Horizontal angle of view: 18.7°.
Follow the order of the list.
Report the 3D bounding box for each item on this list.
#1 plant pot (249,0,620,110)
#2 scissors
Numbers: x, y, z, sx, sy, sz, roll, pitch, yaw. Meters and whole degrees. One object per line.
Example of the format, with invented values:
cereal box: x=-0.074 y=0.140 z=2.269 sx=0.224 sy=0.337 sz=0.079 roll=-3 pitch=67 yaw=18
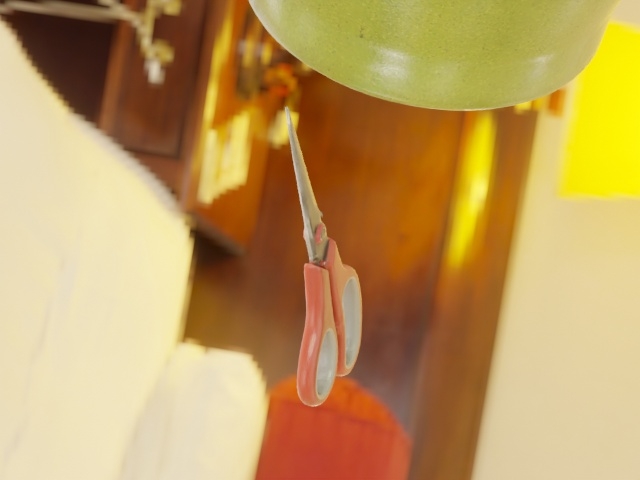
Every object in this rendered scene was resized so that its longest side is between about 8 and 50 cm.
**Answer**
plant pot: x=0.089 y=-0.279 z=1.141 sx=0.366 sy=0.366 sz=0.353 roll=-69 pitch=174 yaw=-47
scissors: x=0.000 y=0.000 z=1.495 sx=0.109 sy=0.021 sz=0.297 roll=-53 pitch=147 yaw=-47
